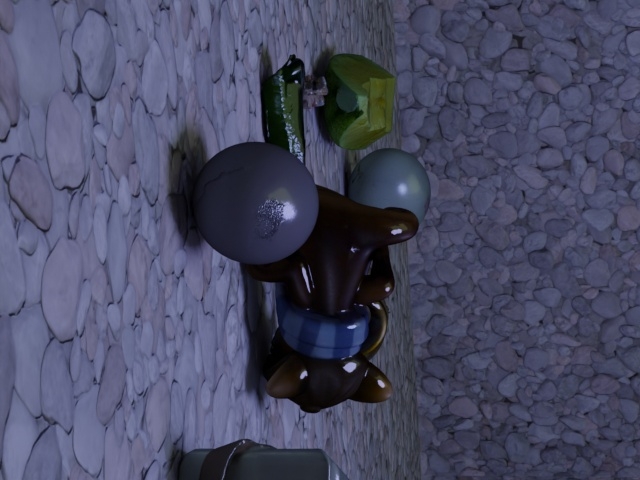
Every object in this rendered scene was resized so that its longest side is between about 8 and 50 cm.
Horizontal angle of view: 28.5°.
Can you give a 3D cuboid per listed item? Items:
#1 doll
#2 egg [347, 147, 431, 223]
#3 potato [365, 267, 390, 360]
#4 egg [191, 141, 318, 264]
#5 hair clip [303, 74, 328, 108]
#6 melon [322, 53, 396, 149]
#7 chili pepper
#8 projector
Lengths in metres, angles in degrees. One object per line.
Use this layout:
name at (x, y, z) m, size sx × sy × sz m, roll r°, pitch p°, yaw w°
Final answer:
doll at (0.000, 0.074, 1.831) m, size 0.209 × 0.318 × 0.340 m, roll 24°, pitch -65°, yaw 52°
egg at (0.150, -0.095, 2.778) m, size 0.264 × 0.183 × 0.183 m, roll 88°, pitch 5°, yaw -61°
potato at (0.029, 0.114, 2.133) m, size 0.262 × 0.165 × 0.165 m, roll 69°, pitch 21°, yaw -47°
egg at (-0.078, -0.045, 1.495) m, size 0.198 × 0.146 × 0.146 m, roll 19°, pitch 69°, yaw -73°
hair clip at (-0.015, -0.263, 2.220) m, size 0.214 × 0.056 × 0.062 m, roll -74°, pitch 146°, yaw -86°
melon at (0.061, -0.273, 2.455) m, size 0.323 × 0.124 × 0.196 m, roll -17°, pitch 104°, yaw -73°
chili pepper at (-0.051, -0.178, 1.945) m, size 0.108 × 0.062 × 0.216 m, roll -48°, pitch 137°, yaw -77°
projector at (-0.061, 0.328, 1.462) m, size 0.242 × 0.177 × 0.163 m, roll 62°, pitch 26°, yaw -68°
